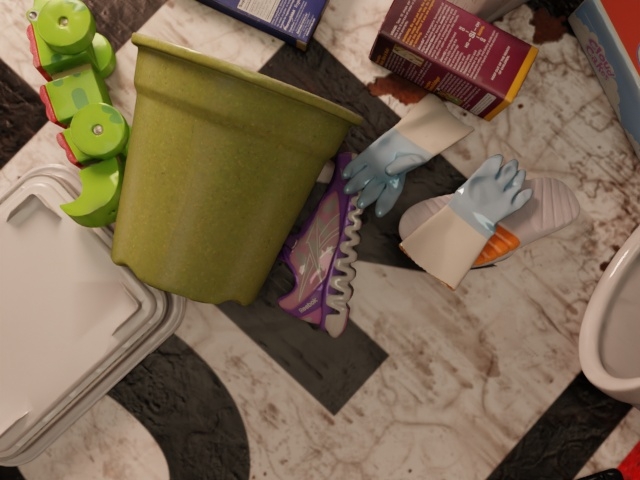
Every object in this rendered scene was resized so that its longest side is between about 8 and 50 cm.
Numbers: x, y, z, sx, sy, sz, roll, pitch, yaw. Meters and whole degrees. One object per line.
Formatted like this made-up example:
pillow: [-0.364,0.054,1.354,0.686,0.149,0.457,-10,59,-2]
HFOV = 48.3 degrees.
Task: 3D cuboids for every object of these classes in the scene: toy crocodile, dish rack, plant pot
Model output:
toy crocodile: [-0.302,-0.184,0.887,0.105,0.115,0.340,-18,85,-4]
dish rack: [-0.372,0.093,0.895,0.333,0.072,0.285,-43,90,-3]
plant pot: [-0.122,-0.070,0.838,0.276,0.276,0.253,20,98,-1]

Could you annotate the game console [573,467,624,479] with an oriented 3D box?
game console: [0.351,0.363,0.904,0.122,0.071,0.107,-16,87,-4]

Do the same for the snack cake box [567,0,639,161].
snack cake box: [0.461,-0.222,0.937,0.152,0.089,0.264,-25,87,-2]

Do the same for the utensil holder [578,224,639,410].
utensil holder: [0.552,0.138,0.805,0.385,0.327,0.327,35,86,-2]

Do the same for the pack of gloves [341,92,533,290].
pack of gloves: [0.152,-0.079,0.871,0.195,0.046,0.232,39,57,11]

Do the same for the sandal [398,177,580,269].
sandal: [0.218,-0.010,0.922,0.265,0.076,0.102,-13,64,-23]

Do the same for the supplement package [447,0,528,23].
supplement package: [0.209,-0.437,0.884,0.198,0.199,0.262,-30,88,-4]

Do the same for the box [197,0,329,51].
box: [-0.093,-0.362,0.949,0.225,0.036,0.136,25,85,-2]

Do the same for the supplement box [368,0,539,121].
supplement box: [0.166,-0.240,0.918,0.188,0.104,0.080,28,85,0]

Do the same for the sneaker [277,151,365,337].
sneaker: [0.000,0.000,0.907,0.105,0.095,0.236,9,87,6]
